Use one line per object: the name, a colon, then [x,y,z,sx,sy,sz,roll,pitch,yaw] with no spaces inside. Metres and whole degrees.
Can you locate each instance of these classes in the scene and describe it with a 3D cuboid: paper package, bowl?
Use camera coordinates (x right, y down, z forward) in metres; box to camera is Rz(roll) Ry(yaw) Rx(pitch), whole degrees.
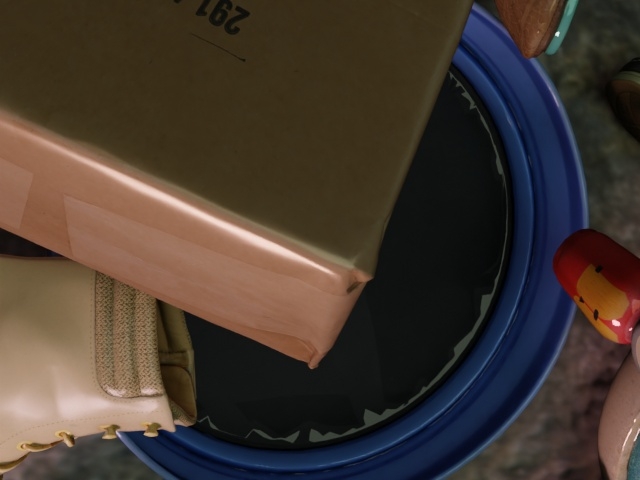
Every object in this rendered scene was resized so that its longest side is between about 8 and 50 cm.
paper package: [-0.084,-0.140,0.866,0.325,0.168,0.309,24,67,-4]
bowl: [0.000,0.000,1.065,0.391,0.077,0.391,-4,102,-18]

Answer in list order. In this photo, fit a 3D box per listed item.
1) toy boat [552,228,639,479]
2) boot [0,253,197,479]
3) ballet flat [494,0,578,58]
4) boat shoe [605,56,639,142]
toy boat: [0.288,0.093,1.095,0.267,0.148,0.318,-51,137,10]
boot: [-0.180,0.124,0.957,0.203,0.095,0.262,0,106,4]
ballet flat: [0.157,-0.295,1.031,0.124,0.116,0.342,22,83,-6]
boat shoe: [0.308,-0.081,1.157,0.223,0.080,0.073,36,82,-27]
